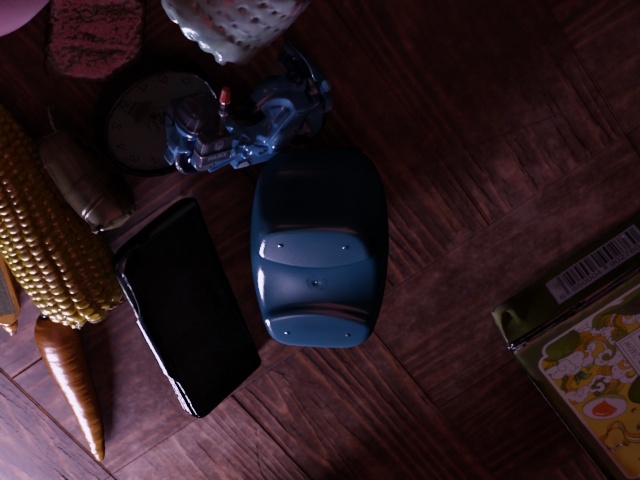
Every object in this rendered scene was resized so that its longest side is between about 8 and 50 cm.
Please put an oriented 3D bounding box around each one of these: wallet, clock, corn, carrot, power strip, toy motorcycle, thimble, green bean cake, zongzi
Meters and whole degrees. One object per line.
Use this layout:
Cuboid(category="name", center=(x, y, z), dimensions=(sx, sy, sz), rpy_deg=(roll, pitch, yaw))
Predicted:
Cuboid(category="wallet", center=(-0.198, 0.109, 1.979), dimensions=(0.172, 0.045, 0.318), rpy_deg=(-43, 126, -32))
Cuboid(category="clock", center=(-0.226, -0.170, 1.829), dimensions=(0.184, 0.040, 0.184), rpy_deg=(-19, 135, -20))
Cuboid(category="corn", center=(-0.407, -0.033, 1.855), dimensions=(0.144, 0.144, 0.387), rpy_deg=(-25, 120, 5))
Cuboid(category="carrot", center=(-0.382, 0.225, 2.046), dimensions=(0.069, 0.069, 0.336), rpy_deg=(-14, 123, -2))
Cuboid(category="power strip", center=(-0.484, 0.068, 1.961), dimensions=(0.049, 0.028, 0.178), rpy_deg=(-12, 119, -3))
Cuboid(category="toy motorcycle", center=(-0.088, -0.179, 1.811), dimensions=(0.272, 0.123, 0.182), rpy_deg=(-19, 143, -32))
Cuboid(category="thimble", center=(-0.108, -0.332, 1.717), dimensions=(0.149, 0.185, 0.211), rpy_deg=(-40, 145, 18))
Cuboid(category="green bean cake", center=(-0.307, -0.282, 1.783), dimensions=(0.135, 0.056, 0.136), rpy_deg=(3, 118, -13))
Cuboid(category="zongzi", center=(-0.333, -0.100, 1.851), dimensions=(0.081, 0.178, 0.189), rpy_deg=(-39, 96, 2))

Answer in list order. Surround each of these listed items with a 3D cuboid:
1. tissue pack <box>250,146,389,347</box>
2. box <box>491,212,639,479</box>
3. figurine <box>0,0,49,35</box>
Cuboid(category="tissue pack", center=(0.000, 0.000, 1.891), dimensions=(0.198, 0.206, 0.287), rpy_deg=(0, 136, 4))
Cuboid(category="box", center=(0.541, 0.176, 2.127), dimensions=(0.373, 0.138, 0.420), rpy_deg=(-34, 119, 9))
Cuboid(category="figurine", center=(-0.418, -0.366, 1.605), dimensions=(0.261, 0.211, 0.269), rpy_deg=(-37, 111, 23))
